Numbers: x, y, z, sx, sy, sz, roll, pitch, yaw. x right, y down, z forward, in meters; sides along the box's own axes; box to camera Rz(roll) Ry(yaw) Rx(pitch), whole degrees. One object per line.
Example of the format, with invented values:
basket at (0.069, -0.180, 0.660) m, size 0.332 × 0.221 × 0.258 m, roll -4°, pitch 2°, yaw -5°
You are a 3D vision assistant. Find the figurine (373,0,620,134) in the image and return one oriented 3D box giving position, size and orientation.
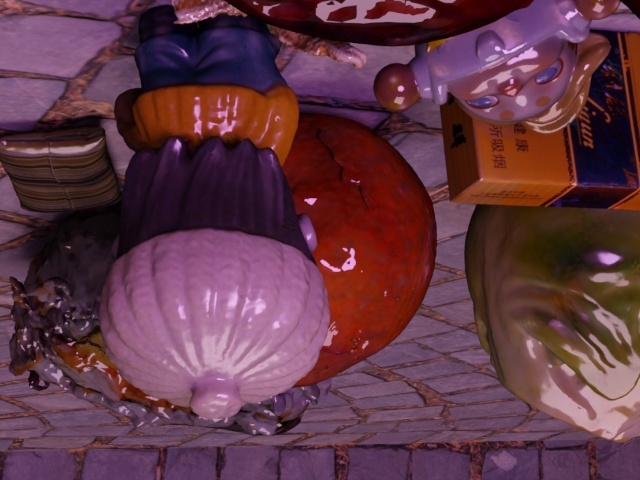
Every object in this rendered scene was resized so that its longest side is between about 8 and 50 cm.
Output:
figurine at (0.107, -0.179, 1.154) m, size 0.274 × 0.133 × 0.194 m, roll 20°, pitch 134°, yaw -36°

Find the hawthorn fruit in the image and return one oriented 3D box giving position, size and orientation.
hawthorn fruit at (0.000, 0.000, 1.494) m, size 0.276 × 0.276 × 0.307 m, roll -17°, pitch 173°, yaw 34°

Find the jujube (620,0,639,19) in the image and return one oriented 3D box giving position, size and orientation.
jujube at (0.313, -0.236, 0.829) m, size 0.258 × 0.258 × 0.376 m, roll 8°, pitch 159°, yaw -37°

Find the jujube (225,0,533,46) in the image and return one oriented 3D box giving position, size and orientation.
jujube at (0.033, -0.210, 0.932) m, size 0.243 × 0.183 × 0.183 m, roll 1°, pitch 162°, yaw -12°

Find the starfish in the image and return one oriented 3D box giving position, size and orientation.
starfish at (-0.036, -0.179, 1.030) m, size 0.150 × 0.210 × 0.053 m, roll -23°, pitch 142°, yaw -26°

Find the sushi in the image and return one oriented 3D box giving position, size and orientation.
sushi at (-0.175, 0.107, 1.775) m, size 0.417 × 0.176 × 0.417 m, roll 13°, pitch 159°, yaw 5°

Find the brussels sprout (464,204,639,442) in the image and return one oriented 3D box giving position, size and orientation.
brussels sprout at (0.297, 0.033, 1.527) m, size 0.344 × 0.344 × 0.268 m, roll -9°, pitch -175°, yaw 11°

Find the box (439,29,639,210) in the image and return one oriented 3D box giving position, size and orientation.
box at (0.226, -0.108, 1.348) m, size 0.237 × 0.152 × 0.070 m, roll 2°, pitch 162°, yaw -18°

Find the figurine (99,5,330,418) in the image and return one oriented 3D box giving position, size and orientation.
figurine at (-0.092, -0.029, 1.202) m, size 0.185 × 0.332 × 0.204 m, roll -7°, pitch 178°, yaw 12°

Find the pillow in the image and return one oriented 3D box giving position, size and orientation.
pillow at (-0.261, -0.067, 1.529) m, size 0.113 × 0.038 × 0.203 m, roll -5°, pitch 163°, yaw -3°
